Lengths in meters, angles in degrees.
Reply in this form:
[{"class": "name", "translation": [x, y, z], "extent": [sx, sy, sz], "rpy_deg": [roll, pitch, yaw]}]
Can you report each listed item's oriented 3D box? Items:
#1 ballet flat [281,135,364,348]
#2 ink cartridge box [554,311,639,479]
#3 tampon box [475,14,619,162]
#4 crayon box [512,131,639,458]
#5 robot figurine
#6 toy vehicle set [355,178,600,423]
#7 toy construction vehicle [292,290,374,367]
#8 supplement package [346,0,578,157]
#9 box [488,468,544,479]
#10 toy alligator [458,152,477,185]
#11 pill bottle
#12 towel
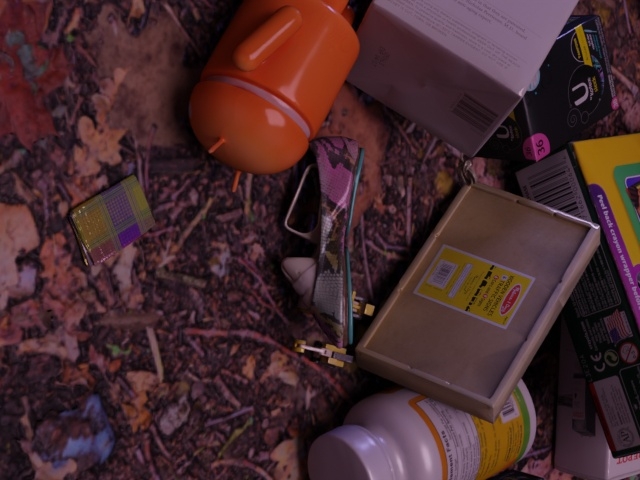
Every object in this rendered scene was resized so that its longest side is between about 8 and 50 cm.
[{"class": "ballet flat", "translation": [0.000, 0.000, 1.487], "extent": [0.079, 0.077, 0.221], "rpy_deg": [4, 81, -6]}, {"class": "ink cartridge box", "translation": [0.384, 0.189, 1.857], "extent": [0.158, 0.092, 0.218], "rpy_deg": [-5, 101, -42]}, {"class": "tampon box", "translation": [0.249, -0.179, 1.669], "extent": [0.161, 0.101, 0.120], "rpy_deg": [-33, 117, -35]}, {"class": "crayon box", "translation": [0.420, 0.050, 1.760], "extent": [0.313, 0.106, 0.363], "rpy_deg": [-10, 79, -45]}, {"class": "robot figurine", "translation": [-0.046, -0.157, 1.382], "extent": [0.128, 0.158, 0.219], "rpy_deg": [34, 73, -22]}, {"class": "toy vehicle set", "translation": [0.175, 0.059, 1.579], "extent": [0.267, 0.166, 0.035], "rpy_deg": [-54, 153, -29]}, {"class": "toy construction vehicle", "translation": [0.015, 0.091, 1.537], "extent": [0.098, 0.035, 0.086], "rpy_deg": [23, 81, -42]}, {"class": "supplement package", "translation": [0.175, -0.270, 1.492], "extent": [0.175, 0.177, 0.293], "rpy_deg": [32, 70, 0]}, {"class": "box", "translation": [0.179, 0.396, 1.718], "extent": [0.232, 0.059, 0.183], "rpy_deg": [-15, 105, -40]}, {"class": "toy alligator", "translation": [0.155, -0.155, 1.616], "extent": [0.051, 0.056, 0.190], "rpy_deg": [-38, 120, -33]}, {"class": "pill bottle", "translation": [0.109, 0.220, 1.574], "extent": [0.245, 0.136, 0.136], "rpy_deg": [-18, 108, -40]}, {"class": "towel", "translation": [-0.195, -0.019, 1.344], "extent": [0.083, 0.009, 0.060], "rpy_deg": [-36, 118, -34]}]
